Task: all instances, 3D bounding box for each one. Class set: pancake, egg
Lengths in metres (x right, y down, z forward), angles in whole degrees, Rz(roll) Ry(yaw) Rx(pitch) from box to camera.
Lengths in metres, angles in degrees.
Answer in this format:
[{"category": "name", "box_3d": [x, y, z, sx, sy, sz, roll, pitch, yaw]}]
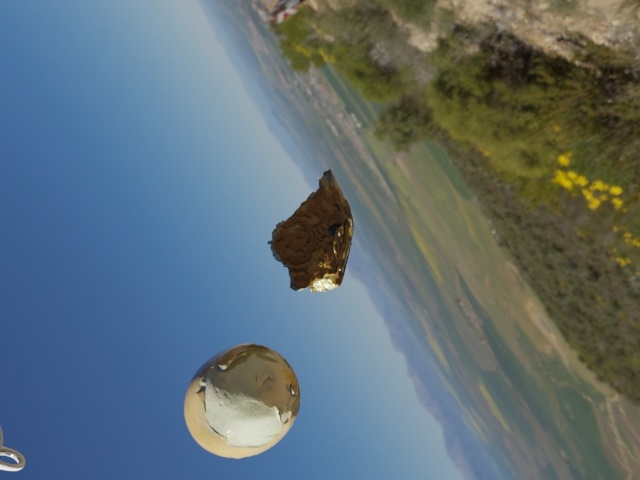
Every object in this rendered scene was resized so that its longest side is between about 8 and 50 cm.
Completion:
[{"category": "pancake", "box_3d": [0.000, 0.000, 1.626, 0.056, 0.257, 0.212, 6, 139, 55]}, {"category": "egg", "box_3d": [-0.153, 0.306, 1.380, 0.201, 0.244, 0.201, 19, -128, -26]}]

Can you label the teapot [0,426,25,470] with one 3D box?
[{"category": "teapot", "box_3d": [-0.606, 0.349, 1.244, 0.226, 0.145, 0.092, 33, -177, -29]}]
